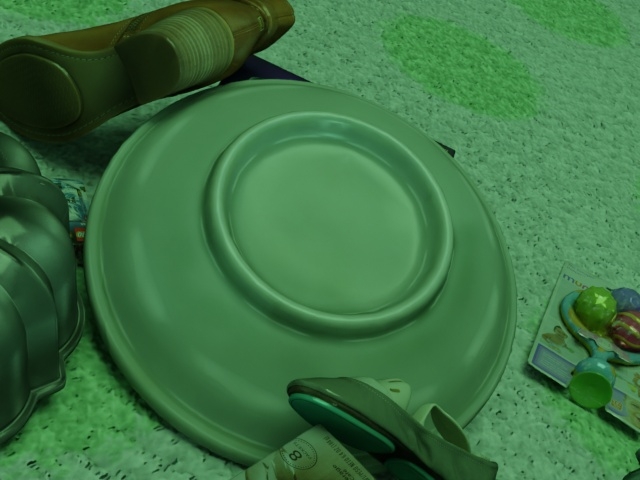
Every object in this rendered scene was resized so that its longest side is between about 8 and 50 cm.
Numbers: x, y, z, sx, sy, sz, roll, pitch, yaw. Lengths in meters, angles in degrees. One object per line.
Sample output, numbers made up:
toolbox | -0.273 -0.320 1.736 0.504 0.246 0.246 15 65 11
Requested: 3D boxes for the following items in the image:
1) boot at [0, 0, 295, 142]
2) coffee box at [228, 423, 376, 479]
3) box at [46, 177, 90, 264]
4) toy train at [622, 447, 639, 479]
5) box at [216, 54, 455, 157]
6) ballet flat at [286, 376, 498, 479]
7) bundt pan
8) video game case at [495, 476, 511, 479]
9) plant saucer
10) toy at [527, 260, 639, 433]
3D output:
boot | -0.181 -0.191 1.039 0.220 0.283 0.109 -40 113 -53
coffee box | -0.047 0.243 0.663 0.141 0.098 0.246 41 39 22
box | -0.274 -0.020 0.919 0.137 0.027 0.094 2 41 -28
toy train | 0.310 0.220 0.827 0.333 0.190 0.142 -15 68 -39
box | -0.005 -0.073 1.086 0.261 0.103 0.184 25 39 0
ballet flat | 0.060 0.146 0.796 0.213 0.072 0.068 40 60 -26
bundt pan | -0.329 0.006 0.747 0.330 0.124 0.331 13 43 -12
video game case | 0.124 0.227 0.858 0.122 0.011 0.087 17 37 -11
plant saucer | 0.000 0.000 0.891 0.400 0.100 0.401 8 59 -13
toy | 0.313 0.093 1.099 0.136 0.056 0.237 32 36 6
